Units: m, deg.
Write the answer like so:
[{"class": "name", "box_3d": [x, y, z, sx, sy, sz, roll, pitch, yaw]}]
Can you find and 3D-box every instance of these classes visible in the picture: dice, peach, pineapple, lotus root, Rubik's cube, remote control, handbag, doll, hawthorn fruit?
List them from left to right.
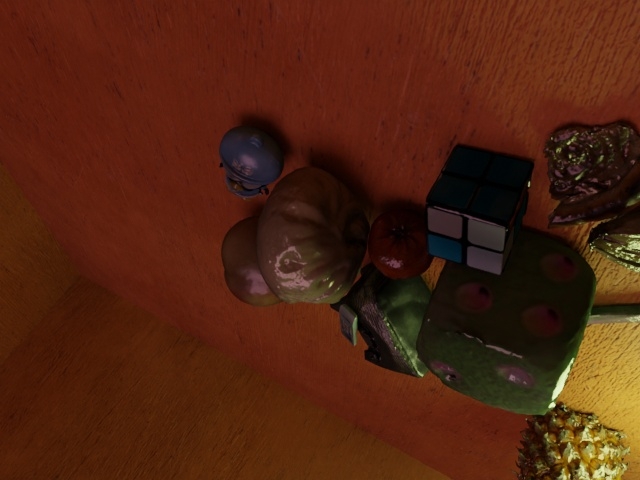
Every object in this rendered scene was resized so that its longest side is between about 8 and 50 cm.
[{"class": "doll", "box_3d": [-0.192, -0.200, 1.466, 0.177, 0.141, 0.314, 31, 155, -3]}, {"class": "peach", "box_3d": [-0.180, 0.068, 1.728, 0.292, 0.293, 0.247, -1, 179, 45]}, {"class": "remote control", "box_3d": [0.082, 0.238, 1.547, 0.061, 0.029, 0.162, 46, 159, 29]}, {"class": "handbag", "box_3d": [0.202, 0.223, 1.615, 0.240, 0.247, 0.341, -13, 114, 51]}, {"class": "hawthorn fruit", "box_3d": [0.203, 0.019, 1.386, 0.179, 0.179, 0.200, 25, 160, 13]}, {"class": "Rubik's cube", "box_3d": [0.325, -0.062, 1.129, 0.167, 0.183, 0.180, 19, 151, 25]}, {"class": "dice", "box_3d": [0.418, 0.180, 1.264, 0.330, 0.322, 0.318, 18, 148, 21]}, {"class": "pineapple", "box_3d": [0.801, 0.727, 1.772, 0.352, 0.300, 0.352, 22, 143, 18]}, {"class": "lotus root", "box_3d": [0.599, -0.007, 1.053, 0.144, 0.070, 0.143, 16, 152, 11]}]

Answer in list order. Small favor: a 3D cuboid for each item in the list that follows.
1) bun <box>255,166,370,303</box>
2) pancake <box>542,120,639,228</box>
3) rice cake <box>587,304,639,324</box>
[{"class": "bun", "box_3d": [0.000, 0.000, 1.387, 0.210, 0.360, 0.360, 5, 141, 35]}, {"class": "pancake", "box_3d": [0.517, -0.104, 1.002, 0.212, 0.056, 0.257, 12, 145, 32]}, {"class": "rice cake", "box_3d": [0.690, 0.175, 1.284, 0.047, 0.036, 0.206, 47, 148, -20]}]
